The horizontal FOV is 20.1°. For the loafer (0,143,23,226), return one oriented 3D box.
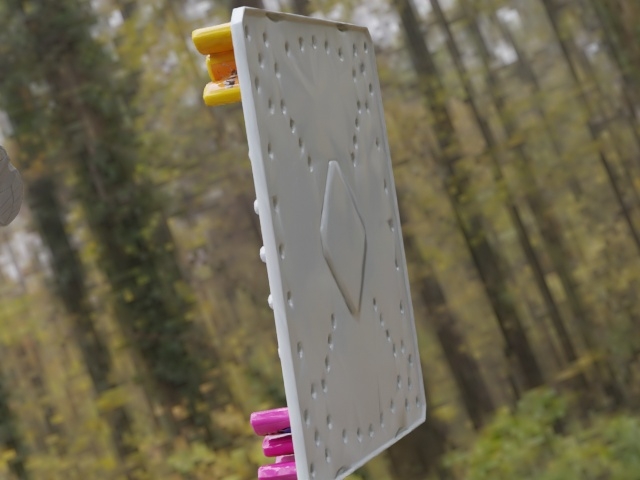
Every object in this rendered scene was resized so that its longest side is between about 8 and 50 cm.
[{"bbox_3d":[-0.309,-0.060,1.689,0.045,0.039,0.125,-51,-20,-24],"label":"loafer"}]

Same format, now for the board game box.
[{"bbox_3d":[0.000,0.000,1.598,0.050,0.390,0.390,-8,2,17],"label":"board game box"}]
